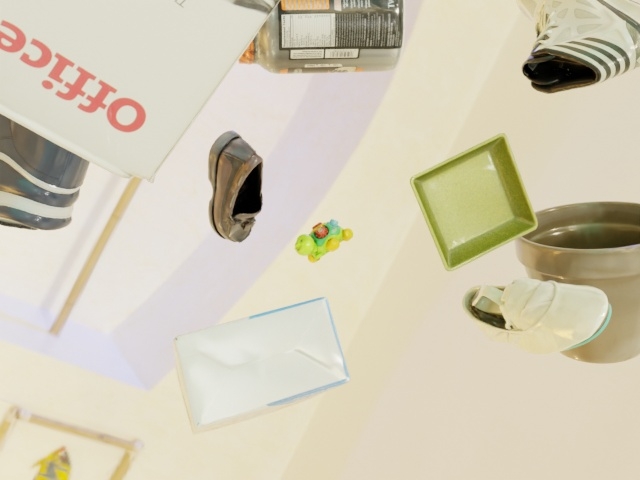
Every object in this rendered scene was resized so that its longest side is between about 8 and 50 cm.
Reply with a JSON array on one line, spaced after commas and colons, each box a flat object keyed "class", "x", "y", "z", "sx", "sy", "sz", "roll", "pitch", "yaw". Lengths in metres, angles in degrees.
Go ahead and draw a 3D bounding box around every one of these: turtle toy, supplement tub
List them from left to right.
[{"class": "supplement tub", "x": -0.006, "y": -0.424, "z": 1.390, "sx": 0.193, "sy": 0.316, "sz": 0.193, "roll": 178, "pitch": -90, "yaw": -85}, {"class": "turtle toy", "x": 0.000, "y": 0.000, "z": 1.475, "sx": 0.130, "sy": 0.066, "sz": 0.095, "roll": -35, "pitch": -178, "yaw": -43}]

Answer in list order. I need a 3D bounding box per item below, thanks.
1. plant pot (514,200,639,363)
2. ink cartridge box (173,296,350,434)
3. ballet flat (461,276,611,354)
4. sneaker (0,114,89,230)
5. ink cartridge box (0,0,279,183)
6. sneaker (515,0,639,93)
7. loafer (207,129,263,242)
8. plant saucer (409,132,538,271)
[{"class": "plant pot", "x": 0.580, "y": 0.094, "z": 1.508, "sx": 0.323, "sy": 0.323, "sz": 0.280, "roll": 24, "pitch": -54, "yaw": 60}, {"class": "ink cartridge box", "x": -0.052, "y": 0.100, "z": 0.534, "sx": 0.181, "sy": 0.104, "sz": 0.061, "roll": 123, "pitch": -48, "yaw": -71}, {"class": "ballet flat", "x": 0.367, "y": 0.128, "z": 1.318, "sx": 0.400, "sy": 0.139, "sz": 0.139, "roll": 151, "pitch": -38, "yaw": -77}, {"class": "sneaker", "x": -0.330, "y": -0.109, "z": 0.752, "sx": 0.282, "sy": 0.099, "sz": 0.153, "roll": 32, "pitch": -71, "yaw": 40}, {"class": "ink cartridge box", "x": -0.104, "y": -0.219, "z": 0.355, "sx": 0.307, "sy": 0.223, "sz": 0.129, "roll": -52, "pitch": -141, "yaw": 9}, {"class": "sneaker", "x": 0.532, "y": -0.488, "z": 1.636, "sx": 0.258, "sy": 0.169, "sz": 0.447, "roll": -25, "pitch": -138, "yaw": -11}, {"class": "loafer", "x": -0.157, "y": -0.081, "z": 1.403, "sx": 0.109, "sy": 0.095, "sz": 0.302, "roll": -47, "pitch": 158, "yaw": -29}, {"class": "plant saucer", "x": 0.265, "y": -0.068, "z": 1.259, "sx": 0.188, "sy": 0.188, "sz": 0.045, "roll": -26, "pitch": -164, "yaw": -5}]
